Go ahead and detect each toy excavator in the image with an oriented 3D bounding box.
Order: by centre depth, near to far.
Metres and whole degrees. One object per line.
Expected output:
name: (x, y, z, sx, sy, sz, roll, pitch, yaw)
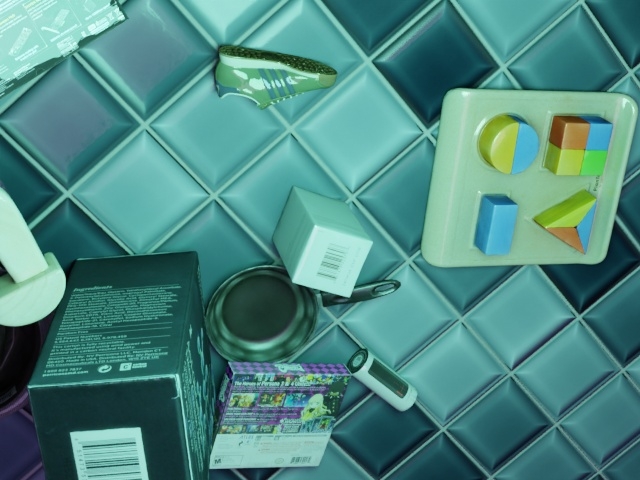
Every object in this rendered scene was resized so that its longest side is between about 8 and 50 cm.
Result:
toy excavator: (-0.575, -0.077, 1.525, 0.445, 0.222, 0.433, -3, 111, -23)

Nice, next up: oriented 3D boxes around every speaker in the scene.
speaker: (0.113, 0.254, 2.025, 0.136, 0.055, 0.055, 40, 99, -25)

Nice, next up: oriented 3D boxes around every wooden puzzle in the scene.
wooden puzzle: (0.365, -0.096, 1.918, 0.347, 0.080, 0.322, 1, 113, -14)

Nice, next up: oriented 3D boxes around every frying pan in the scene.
frying pan: (-0.047, 0.091, 1.911, 0.326, 0.053, 0.197, -35, 117, 3)

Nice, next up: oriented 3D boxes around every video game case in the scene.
video game case: (-0.080, 0.312, 1.978, 0.232, 0.042, 0.210, 4, 118, -28)

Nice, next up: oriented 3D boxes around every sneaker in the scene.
sneaker: (-0.075, -0.247, 1.754, 0.192, 0.064, 0.086, 8, 119, -17)

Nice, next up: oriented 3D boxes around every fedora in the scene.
fedora: (-0.541, 0.152, 1.774, 0.243, 0.124, 0.275, 10, 105, -19)

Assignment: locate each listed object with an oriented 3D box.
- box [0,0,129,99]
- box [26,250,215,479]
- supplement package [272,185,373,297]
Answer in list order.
box: (-0.465, -0.339, 1.570, 0.307, 0.076, 0.242, -36, 117, -10)
box: (-0.286, 0.234, 1.710, 0.212, 0.395, 0.294, -5, 116, -1)
supplement package: (0.000, 0.000, 1.812, 0.105, 0.179, 0.105, 15, 109, -20)
